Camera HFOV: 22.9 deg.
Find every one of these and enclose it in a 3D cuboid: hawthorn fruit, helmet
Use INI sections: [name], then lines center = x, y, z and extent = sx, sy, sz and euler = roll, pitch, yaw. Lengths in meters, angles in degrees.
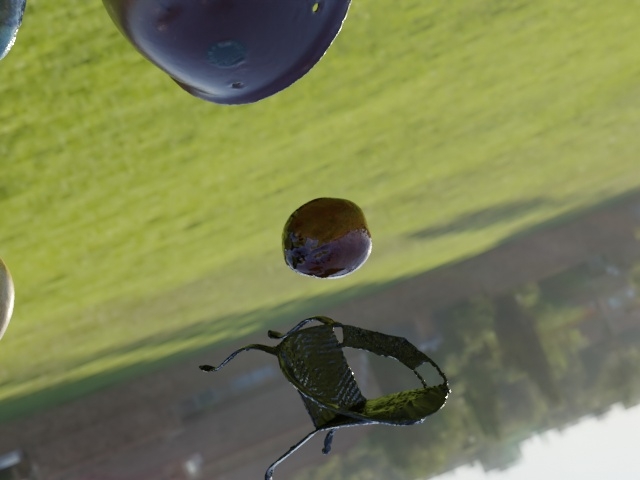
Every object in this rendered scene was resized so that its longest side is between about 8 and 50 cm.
[hawthorn fruit]
center = 0.000, 0.000, 1.497
extent = 0.081, 0.081, 0.093
euler = -28, 170, 38
[helmet]
center = -0.160, -0.367, 1.963
extent = 0.337, 0.385, 0.230
euler = -38, 158, 23

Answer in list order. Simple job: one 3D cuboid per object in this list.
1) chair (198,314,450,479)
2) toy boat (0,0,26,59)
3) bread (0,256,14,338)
[chair]
center = 0.013, 0.147, 1.596
extent = 0.213, 0.149, 0.174
euler = -23, 179, 39
[toy boat]
center = -0.355, -0.306, 1.637
extent = 0.085, 0.227, 0.155
euler = -14, 159, 38
[bread]
center = -0.417, 0.079, 1.755
extent = 0.091, 0.142, 0.305
euler = 20, 168, -26
